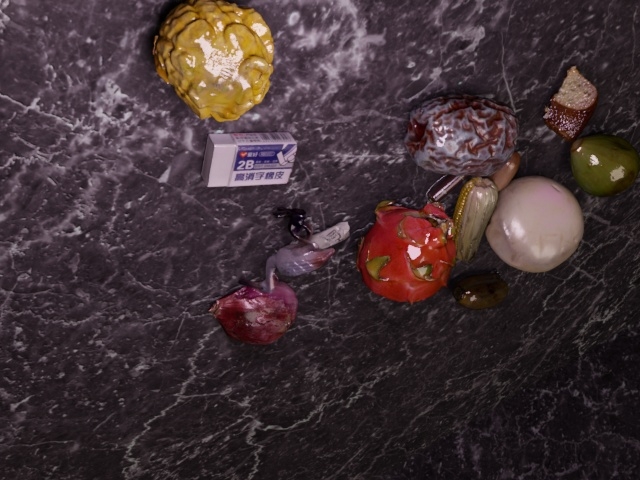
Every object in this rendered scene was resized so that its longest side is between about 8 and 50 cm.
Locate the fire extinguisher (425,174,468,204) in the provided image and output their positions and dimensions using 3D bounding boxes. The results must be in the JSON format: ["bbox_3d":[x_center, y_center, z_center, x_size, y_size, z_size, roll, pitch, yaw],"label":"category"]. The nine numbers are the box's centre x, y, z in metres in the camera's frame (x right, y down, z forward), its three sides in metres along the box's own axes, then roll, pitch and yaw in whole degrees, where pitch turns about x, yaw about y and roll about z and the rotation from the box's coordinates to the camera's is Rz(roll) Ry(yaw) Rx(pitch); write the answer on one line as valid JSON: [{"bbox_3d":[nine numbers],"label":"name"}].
[{"bbox_3d":[0.377,-0.161,1.969,0.158,0.043,0.064,-42,110,9],"label":"fire extinguisher"}]

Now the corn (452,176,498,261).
[{"bbox_3d":[0.484,-0.063,2.075,0.122,0.123,0.305,-16,138,-21],"label":"corn"}]

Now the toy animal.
[{"bbox_3d":[-0.084,0.050,1.782,0.324,0.195,0.090,-61,172,33],"label":"toy animal"}]

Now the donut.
[{"bbox_3d":[0.750,-0.398,1.928,0.144,0.126,0.186,10,124,-48],"label":"donut"}]

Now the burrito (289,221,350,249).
[{"bbox_3d":[0.001,0.000,1.866,0.203,0.064,0.064,-22,138,-16],"label":"burrito"}]

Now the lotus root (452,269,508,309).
[{"bbox_3d":[0.587,0.188,2.391,0.241,0.124,0.123,-8,123,-29],"label":"lotus root"}]

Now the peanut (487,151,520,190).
[{"bbox_3d":[0.565,-0.214,2.016,0.076,0.076,0.152,-3,134,-31],"label":"peanut"}]

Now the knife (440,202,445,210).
[{"bbox_3d":[0.371,-0.053,2.087,0.044,0.023,0.162,-14,137,-16],"label":"knife"}]

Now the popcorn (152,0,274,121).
[{"bbox_3d":[-0.202,-0.362,1.283,0.250,0.190,0.250,-10,140,-9],"label":"popcorn"}]

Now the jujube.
[{"bbox_3d":[0.378,-0.279,1.733,0.317,0.226,0.226,1,129,-28],"label":"jujube"}]

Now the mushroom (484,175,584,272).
[{"bbox_3d":[0.715,-0.047,2.116,0.356,0.315,0.315,15,120,-37],"label":"mushroom"}]

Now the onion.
[{"bbox_3d":[-0.195,0.230,1.918,0.283,0.120,0.227,6,121,-37],"label":"onion"}]

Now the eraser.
[{"bbox_3d":[-0.170,-0.194,1.553,0.210,0.068,0.124,-6,135,-29],"label":"eraser"}]

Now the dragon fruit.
[{"bbox_3d":[0.253,0.009,1.877,0.305,0.305,0.226,-18,137,-18],"label":"dragon fruit"}]

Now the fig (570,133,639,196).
[{"bbox_3d":[0.928,-0.249,2.125,0.207,0.207,0.230,-45,140,13],"label":"fig"}]
